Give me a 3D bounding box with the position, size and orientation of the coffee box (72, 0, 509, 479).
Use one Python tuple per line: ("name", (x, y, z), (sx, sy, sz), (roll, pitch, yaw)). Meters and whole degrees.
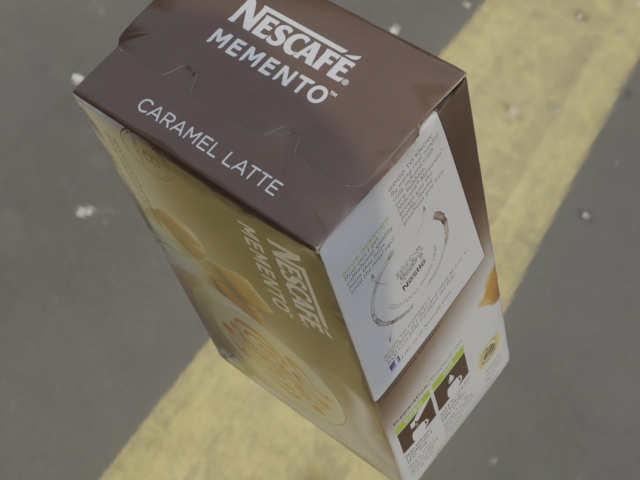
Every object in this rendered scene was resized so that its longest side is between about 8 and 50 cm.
("coffee box", (0.000, 0.000, 0.643), (0.141, 0.246, 0.098), (32, 70, 26))
